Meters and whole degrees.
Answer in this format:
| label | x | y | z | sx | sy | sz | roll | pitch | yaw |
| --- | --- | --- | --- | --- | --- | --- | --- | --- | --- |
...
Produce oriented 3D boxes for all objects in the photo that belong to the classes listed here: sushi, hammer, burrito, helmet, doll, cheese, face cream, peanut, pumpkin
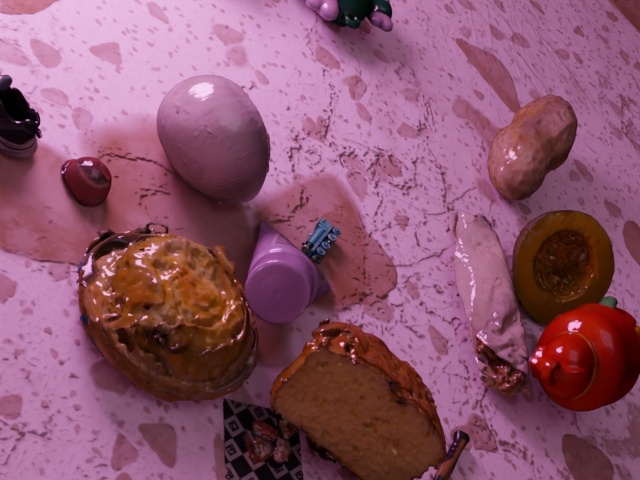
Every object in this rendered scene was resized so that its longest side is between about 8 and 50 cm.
| label | x | y | z | sx | sy | sz | roll | pitch | yaw |
| --- | --- | --- | --- | --- | --- | --- | --- | --- | --- |
| sushi | -0.072 | 0.273 | 1.471 | 0.126 | 0.026 | 0.120 | 17 | 49 | -30 |
| hammer | 0.185 | 0.358 | 1.626 | 0.078 | 0.021 | 0.201 | 45 | 41 | -1 |
| burrito | 0.291 | 0.097 | 1.896 | 0.117 | 0.076 | 0.392 | 16 | 46 | -23 |
| helmet | -0.328 | -0.095 | 1.536 | 0.065 | 0.049 | 0.084 | -19 | 71 | -46 |
| doll | 0.459 | 0.202 | 1.855 | 0.160 | 0.183 | 0.363 | 18 | 14 | 34 |
| cheese | -0.165 | -0.162 | 1.645 | 0.154 | 0.189 | 0.198 | -28 | 75 | -16 |
| face cream | -0.049 | 0.044 | 1.593 | 0.154 | 0.096 | 0.274 | 41 | 11 | -3 |
| peanut | 0.432 | -0.190 | 2.212 | 0.149 | 0.149 | 0.313 | 46 | 42 | 0 |
| pumpkin | 0.435 | 0.039 | 2.027 | 0.217 | 0.217 | 0.110 | 26 | 6 | -23 |

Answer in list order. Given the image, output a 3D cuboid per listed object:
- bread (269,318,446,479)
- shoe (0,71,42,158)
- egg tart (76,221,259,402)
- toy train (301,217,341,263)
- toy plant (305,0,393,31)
| label | x | y | z | sx | sy | sz | roll | pitch | yaw |
| --- | --- | --- | --- | --- | --- | --- | --- | --- | --- |
| bread | 0.057 | 0.221 | 1.522 | 0.260 | 0.160 | 0.147 | 36 | 21 | -19 |
| shoe | -0.447 | -0.192 | 1.476 | 0.169 | 0.099 | 0.071 | 37 | 43 | -10 |
| egg tart | -0.193 | 0.078 | 1.466 | 0.290 | 0.107 | 0.291 | 24 | 45 | -26 |
| toy train | 0.000 | 0.000 | 1.759 | 0.045 | 0.029 | 0.092 | 37 | 41 | 1 |
| toy plant | 0.031 | -0.500 | 2.135 | 0.232 | 0.112 | 0.243 | -13 | 61 | -48 |
